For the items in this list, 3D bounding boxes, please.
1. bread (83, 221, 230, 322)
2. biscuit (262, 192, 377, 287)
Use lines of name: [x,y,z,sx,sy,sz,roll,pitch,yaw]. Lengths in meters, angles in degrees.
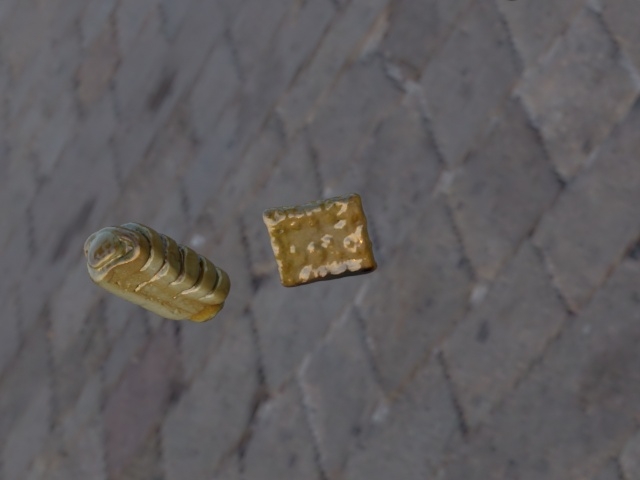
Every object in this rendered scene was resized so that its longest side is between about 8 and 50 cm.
bread: [-0.086,0.016,0.944,0.049,0.088,0.033,-27,50,38]
biscuit: [0.000,0.000,1.444,0.083,0.081,0.018,-11,36,7]
